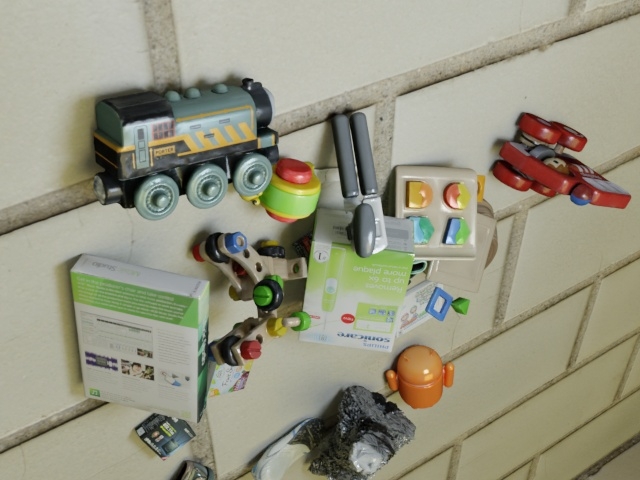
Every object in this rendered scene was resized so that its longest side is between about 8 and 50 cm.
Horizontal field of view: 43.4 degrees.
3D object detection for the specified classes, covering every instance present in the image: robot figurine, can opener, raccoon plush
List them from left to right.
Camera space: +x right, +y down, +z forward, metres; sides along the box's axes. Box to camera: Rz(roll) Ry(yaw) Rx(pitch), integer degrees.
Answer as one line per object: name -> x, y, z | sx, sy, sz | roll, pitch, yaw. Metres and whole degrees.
raccoon plush -> 0.057, 0.560, 2.066 | 0.299, 0.216, 0.446 | -57, 162, 13
can opener -> 0.079, -0.107, 1.528 | 0.074, 0.093, 0.280 | -8, 86, -15
robot figurine -> 0.277, 0.375, 2.215 | 0.128, 0.158, 0.219 | -50, 147, -33

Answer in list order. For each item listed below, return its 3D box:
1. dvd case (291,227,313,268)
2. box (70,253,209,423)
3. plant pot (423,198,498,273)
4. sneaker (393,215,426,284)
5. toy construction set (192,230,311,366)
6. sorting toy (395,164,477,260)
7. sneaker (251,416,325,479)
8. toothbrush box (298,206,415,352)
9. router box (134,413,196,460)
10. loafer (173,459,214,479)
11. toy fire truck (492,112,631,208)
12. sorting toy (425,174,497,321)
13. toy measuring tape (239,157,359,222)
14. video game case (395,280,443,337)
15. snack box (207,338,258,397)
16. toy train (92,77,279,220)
dvd case -> 0.000, 0.000, 1.725 | 0.119, 0.013, 0.087 | -38, 141, -8
box -> -0.319, 0.183, 1.448 | 0.058, 0.232, 0.322 | -71, 171, -51
plant pot -> 0.359, 0.014, 1.987 | 0.237, 0.110, 0.237 | -25, 138, -25
sneaker -> 0.220, -0.001, 1.814 | 0.256, 0.151, 0.094 | -40, 140, -9
toy construction set -> -0.145, 0.131, 1.576 | 0.309, 0.257, 0.237 | -40, 159, 27
sorting toy -> 0.255, -0.060, 1.745 | 0.193, 0.038, 0.208 | 1, 85, -16
sneaker -> -0.085, 0.539, 2.085 | 0.237, 0.086, 0.085 | -37, 114, -29
toothbrush box -> 0.072, 0.086, 1.682 | 0.206, 0.122, 0.283 | 8, 130, -1
router box -> -0.340, 0.421, 1.767 | 0.092, 0.038, 0.122 | -38, 141, -11
loafer -> -0.368, 0.631, 1.902 | 0.267, 0.096, 0.084 | -50, 122, -6
toy fire truck -> 0.576, -0.164, 1.910 | 0.302, 0.254, 0.169 | 4, 120, -44
sorting toy -> 0.318, 0.016, 1.853 | 0.196, 0.047, 0.347 | 16, 89, -40
toy measuring tape -> -0.010, -0.099, 1.550 | 0.330, 0.121, 0.121 | -7, 128, -38
video game case -> 0.256, 0.170, 2.102 | 0.157, 0.019, 0.143 | -27, 138, -22
snack box -> -0.200, 0.274, 1.765 | 0.100, 0.037, 0.141 | -6, 127, -37
toy train -> -0.211, -0.155, 1.308 | 0.334, 0.142, 0.190 | -17, 124, -32
